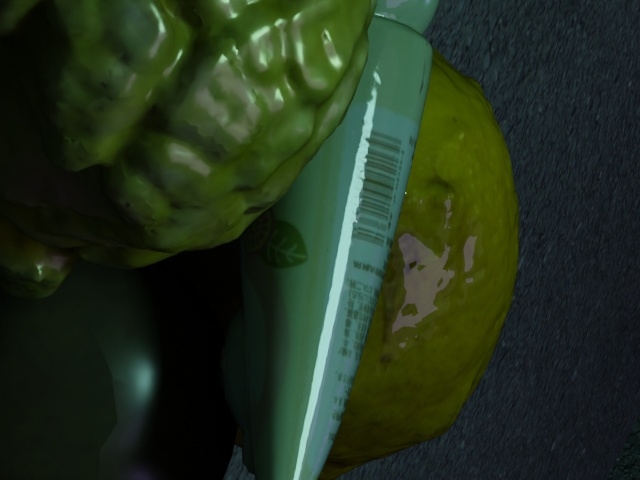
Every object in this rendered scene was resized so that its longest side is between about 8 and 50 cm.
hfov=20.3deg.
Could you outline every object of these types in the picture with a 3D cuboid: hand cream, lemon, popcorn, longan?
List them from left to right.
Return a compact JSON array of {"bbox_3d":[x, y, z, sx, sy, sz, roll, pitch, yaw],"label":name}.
[{"bbox_3d":[-0.125,0.090,0.896,0.189,0.189,0.189,-50,151,-42],"label":"longan"},{"bbox_3d":[-0.097,-0.098,0.749,0.212,0.259,0.259,31,79,-53],"label":"popcorn"},{"bbox_3d":[0.000,0.000,0.849,0.147,0.093,0.306,102,-6,-84],"label":"hand cream"},{"bbox_3d":[0.000,0.002,1.022,0.233,0.233,0.288,-24,118,-61],"label":"lemon"}]
